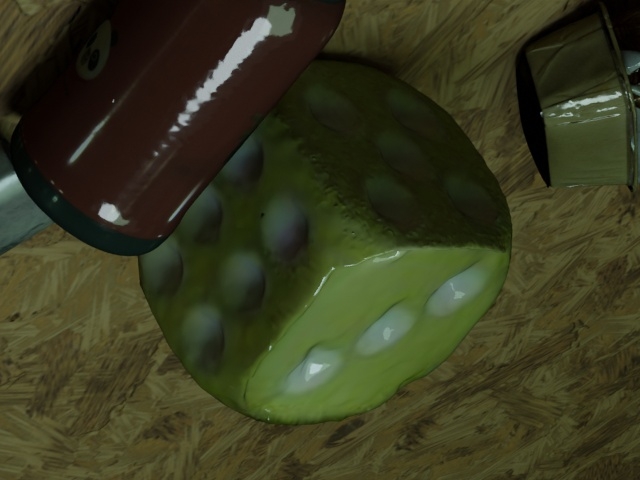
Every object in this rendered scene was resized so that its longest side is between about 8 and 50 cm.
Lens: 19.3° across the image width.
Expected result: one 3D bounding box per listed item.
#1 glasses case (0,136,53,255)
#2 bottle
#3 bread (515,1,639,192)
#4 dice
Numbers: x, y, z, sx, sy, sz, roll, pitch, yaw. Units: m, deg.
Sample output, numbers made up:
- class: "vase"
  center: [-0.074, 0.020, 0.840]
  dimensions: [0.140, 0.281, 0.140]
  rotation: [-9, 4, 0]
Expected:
- class: "glasses case"
  center: [-0.351, 0.030, 1.461]
  dimensions: [0.299, 0.060, 0.114]
  rotation: [-31, 151, -2]
- class: "bottle"
  center: [-0.080, -0.146, 1.359]
  dimensions: [0.144, 0.144, 0.336]
  rotation: [4, 136, -50]
- class: "bread"
  center: [0.297, -0.143, 1.790]
  dimensions: [0.212, 0.142, 0.224]
  rotation: [-17, 154, 2]
- class: "dice"
  center: [0.000, 0.000, 1.600]
  dimensions: [0.233, 0.227, 0.238]
  rotation: [-1, 139, -46]
